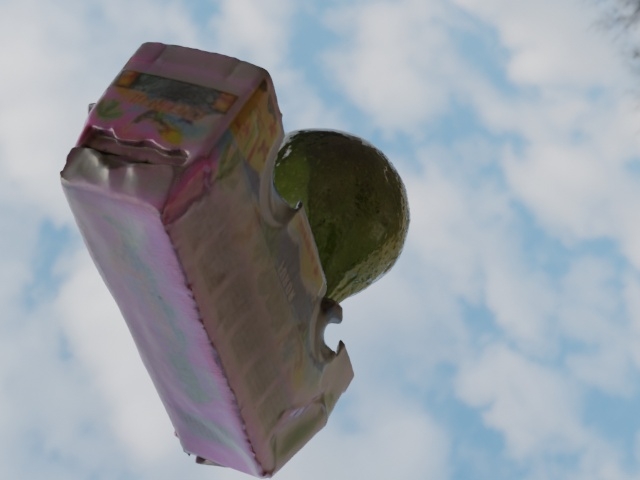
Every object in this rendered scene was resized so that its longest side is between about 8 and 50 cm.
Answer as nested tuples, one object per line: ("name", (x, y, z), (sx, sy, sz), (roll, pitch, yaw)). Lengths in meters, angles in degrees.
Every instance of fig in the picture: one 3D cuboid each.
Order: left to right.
("fig", (0.000, 0.000, 0.898), (0.123, 0.123, 0.156), (23, -128, -20))

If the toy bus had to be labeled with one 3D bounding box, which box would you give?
("toy bus", (-0.056, 0.023, 0.734), (0.090, 0.274, 0.112), (15, -126, 26))
